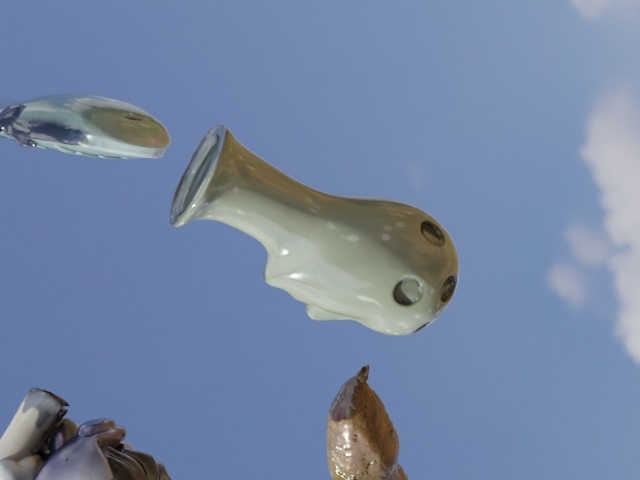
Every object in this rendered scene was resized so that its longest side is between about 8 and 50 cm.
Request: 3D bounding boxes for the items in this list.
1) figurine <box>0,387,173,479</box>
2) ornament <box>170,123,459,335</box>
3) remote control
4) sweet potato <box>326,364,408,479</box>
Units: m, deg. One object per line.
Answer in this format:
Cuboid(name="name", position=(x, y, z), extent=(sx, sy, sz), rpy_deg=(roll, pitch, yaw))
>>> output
Cuboid(name="figurine", position=(-0.178, 0.207, 1.470), extent=(0.222, 0.145, 0.145), rpy_deg=(23, 171, 47))
Cuboid(name="ornament", position=(0.000, 0.000, 1.041), extent=(0.156, 0.081, 0.075), rpy_deg=(27, -174, -14))
Cuboid(name="remote control", position=(-0.195, -0.088, 1.428), extent=(0.097, 0.256, 0.045), rpy_deg=(7, -88, -37))
Cuboid(name="sweet potato", position=(0.041, 0.199, 1.637), extent=(0.068, 0.068, 0.226), rpy_deg=(-87, -14, -48))
